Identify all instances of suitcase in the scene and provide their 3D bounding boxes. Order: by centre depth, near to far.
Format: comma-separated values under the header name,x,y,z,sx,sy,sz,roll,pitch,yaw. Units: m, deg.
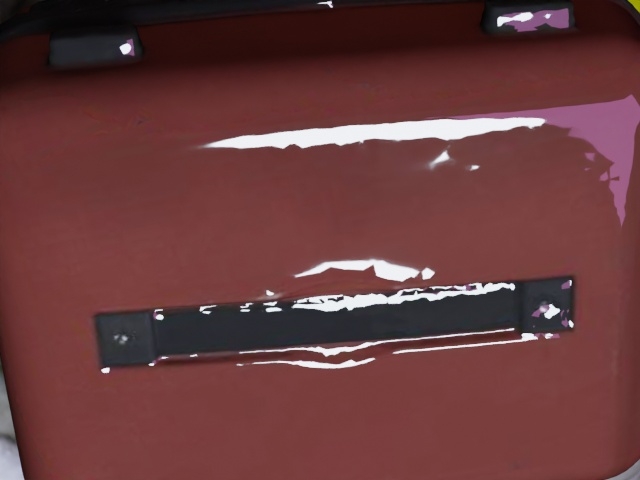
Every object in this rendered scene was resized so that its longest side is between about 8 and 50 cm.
name,x,y,z,sx,sy,sz,roll,pitch,yaw
suitcase,0.000,0.000,0.628,0.297,0.161,0.236,-5,116,-3

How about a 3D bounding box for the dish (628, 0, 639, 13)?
name,x,y,z,sx,sy,sz,roll,pitch,yaw
dish,0.141,-0.081,0.809,0.262,0.108,0.221,-39,129,-17
